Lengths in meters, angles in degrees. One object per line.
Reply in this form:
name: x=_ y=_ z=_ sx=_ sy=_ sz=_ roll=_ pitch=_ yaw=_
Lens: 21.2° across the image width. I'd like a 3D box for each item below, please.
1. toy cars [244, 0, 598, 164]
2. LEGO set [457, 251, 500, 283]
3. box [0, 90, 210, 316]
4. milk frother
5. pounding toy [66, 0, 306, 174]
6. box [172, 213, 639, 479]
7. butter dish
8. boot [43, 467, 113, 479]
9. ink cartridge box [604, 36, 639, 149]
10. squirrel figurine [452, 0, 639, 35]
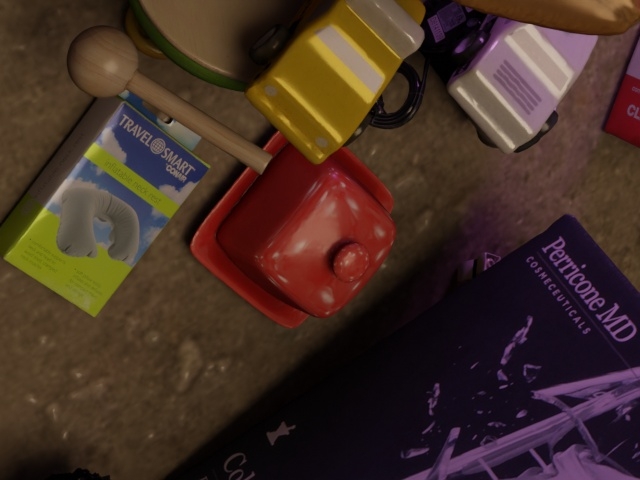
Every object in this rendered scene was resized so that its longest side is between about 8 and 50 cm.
toy cars: x=0.106 y=-0.159 z=1.337 sx=0.393 sy=0.087 sz=0.176 roll=-6 pitch=77 yaw=-41
LEGO set: x=0.213 y=0.085 z=1.679 sx=0.227 sy=0.093 sz=0.087 roll=18 pitch=70 yaw=-33
box: x=-0.172 y=-0.038 z=1.383 sx=0.109 sy=0.042 sz=0.178 roll=38 pitch=89 yaw=-40
milk frother: x=0.117 y=-0.130 z=1.511 sx=0.143 sy=0.129 sz=0.135 roll=-18 pitch=133 yaw=26
pounding toy: x=-0.093 y=-0.157 z=1.329 sx=0.183 sy=0.110 sz=0.237 roll=32 pitch=54 yaw=-11
box: x=0.166 y=0.311 z=1.429 sx=0.472 sy=0.480 sz=0.297 roll=-33 pitch=127 yaw=1
butter dish: x=0.000 y=0.000 z=1.466 sx=0.160 sy=0.118 sz=0.160 roll=-51 pitch=129 yaw=-4
boot: x=-0.193 y=0.298 z=1.478 sx=0.094 sy=0.246 sz=0.207 roll=-29 pitch=90 yaw=-20
ink cartridge box: x=0.422 y=-0.198 z=1.656 sx=0.197 sy=0.114 sz=0.273 roll=10 pitch=105 yaw=-36
squirrel figurine: x=0.065 y=-0.339 z=1.240 sx=0.397 sy=0.370 sz=0.281 roll=2 pitch=114 yaw=-4
